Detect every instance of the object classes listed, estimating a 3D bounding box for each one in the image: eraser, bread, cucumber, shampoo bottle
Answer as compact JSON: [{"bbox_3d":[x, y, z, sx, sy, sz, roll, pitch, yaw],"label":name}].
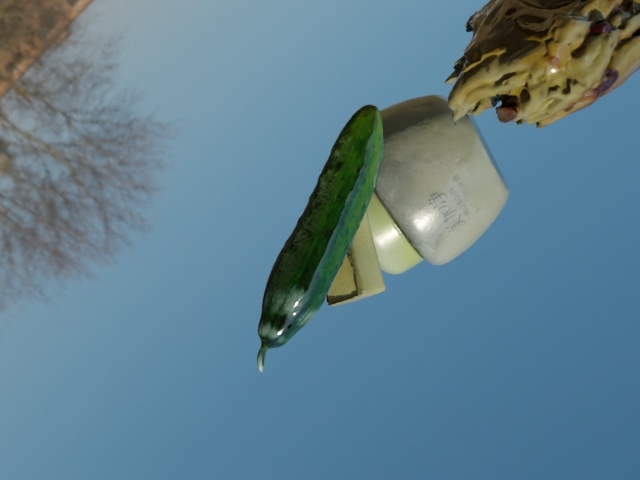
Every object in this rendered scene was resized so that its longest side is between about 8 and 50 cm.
[{"bbox_3d":[0.039,0.011,1.590,0.058,0.172,0.117,-9,172,-30],"label":"eraser"},{"bbox_3d":[0.298,-0.261,1.288,0.370,0.191,0.314,-32,-173,-32],"label":"bread"},{"bbox_3d":[0.000,0.000,0.871,0.250,0.056,0.056,-64,-158,4],"label":"cucumber"},{"bbox_3d":[0.191,-0.113,1.943,0.317,0.322,0.322,-34,-156,6],"label":"shampoo bottle"}]
